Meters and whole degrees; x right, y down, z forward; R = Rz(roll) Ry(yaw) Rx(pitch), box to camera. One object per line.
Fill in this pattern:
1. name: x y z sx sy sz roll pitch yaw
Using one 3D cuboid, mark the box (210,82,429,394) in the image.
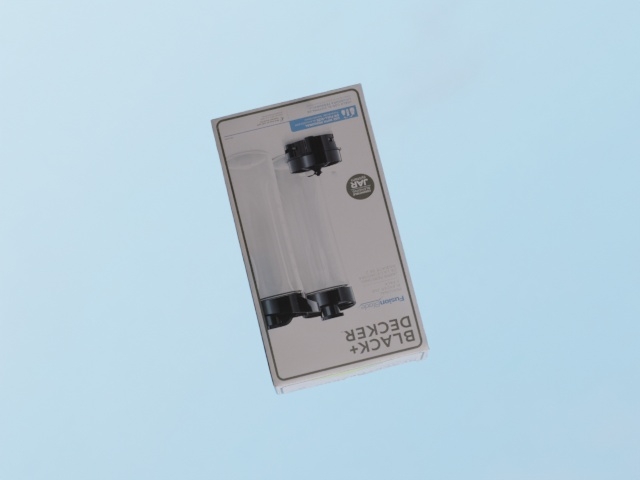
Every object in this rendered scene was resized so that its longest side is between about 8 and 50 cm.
1. box: 0.000 0.000 1.968 0.169 0.290 0.087 -13 171 -2
